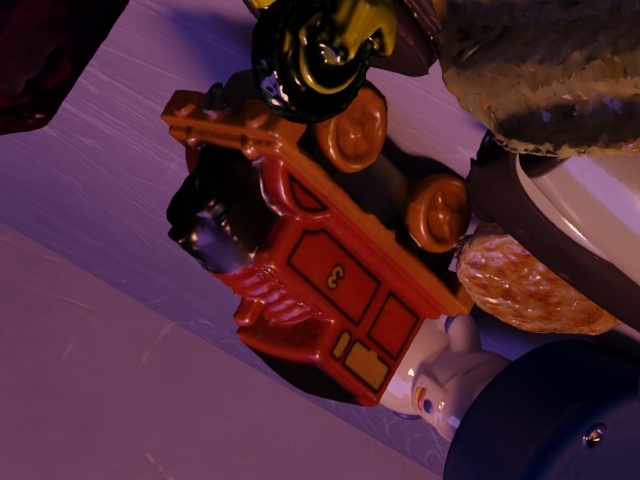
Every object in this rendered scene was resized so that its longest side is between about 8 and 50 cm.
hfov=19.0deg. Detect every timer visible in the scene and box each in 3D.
[{"bbox_3d":[0.184,0.179,2.046,0.383,0.270,0.270,38,174,43],"label":"timer"}]

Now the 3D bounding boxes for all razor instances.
[{"bbox_3d":[0.272,0.012,1.499,0.349,0.113,0.204,30,168,-2],"label":"razor"}]

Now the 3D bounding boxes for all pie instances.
[{"bbox_3d":[0.214,0.029,1.738,0.163,0.079,0.193,1,152,36],"label":"pie"}]

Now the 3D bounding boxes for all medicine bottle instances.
[{"bbox_3d":[-0.344,-0.146,1.621,0.242,0.395,0.242,32,168,8],"label":"medicine bottle"}]

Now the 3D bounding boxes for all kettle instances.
[{"bbox_3d":[0.241,-0.030,1.301,0.236,0.161,0.221,35,154,-14],"label":"kettle"}]

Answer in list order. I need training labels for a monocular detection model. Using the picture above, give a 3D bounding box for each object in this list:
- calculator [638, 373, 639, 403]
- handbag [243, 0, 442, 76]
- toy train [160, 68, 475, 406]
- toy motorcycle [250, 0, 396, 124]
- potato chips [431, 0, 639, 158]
[{"bbox_3d":[0.398,0.157,1.637,0.256,0.054,0.386,19,-173,16],"label":"calculator"},{"bbox_3d":[-0.026,-0.225,1.354,0.244,0.088,0.275,20,164,47],"label":"handbag"},{"bbox_3d":[0.000,0.000,1.745,0.163,0.231,0.369,10,157,45],"label":"toy train"},{"bbox_3d":[-0.016,-0.243,1.092,0.142,0.206,0.342,7,139,41],"label":"toy motorcycle"},{"bbox_3d":[0.125,-0.216,0.834,0.429,0.070,0.358,-7,106,61],"label":"potato chips"}]
